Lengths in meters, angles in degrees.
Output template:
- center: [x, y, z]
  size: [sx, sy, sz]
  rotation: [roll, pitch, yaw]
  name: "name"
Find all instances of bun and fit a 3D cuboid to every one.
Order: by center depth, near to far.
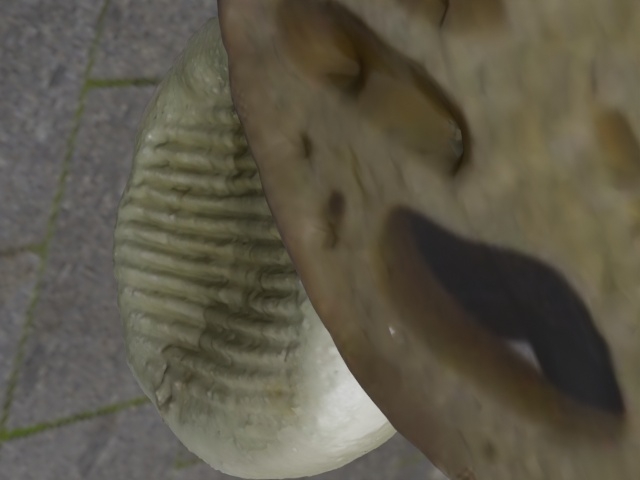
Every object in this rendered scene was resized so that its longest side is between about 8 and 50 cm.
- center: [0.000, 0.000, 0.788]
  size: [0.133, 0.231, 0.231]
  rotation: [0, 116, -30]
  name: "bun"

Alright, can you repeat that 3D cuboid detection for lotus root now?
- center: [0.104, -0.034, 0.454]
  size: [0.111, 0.390, 0.375]
  rotation: [-16, 96, -29]
  name: "lotus root"
